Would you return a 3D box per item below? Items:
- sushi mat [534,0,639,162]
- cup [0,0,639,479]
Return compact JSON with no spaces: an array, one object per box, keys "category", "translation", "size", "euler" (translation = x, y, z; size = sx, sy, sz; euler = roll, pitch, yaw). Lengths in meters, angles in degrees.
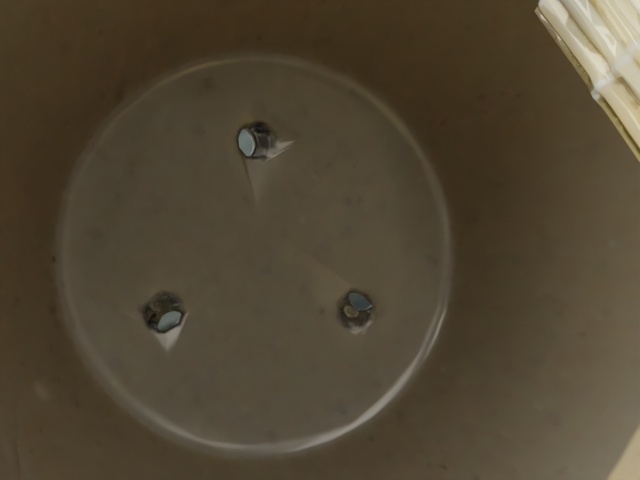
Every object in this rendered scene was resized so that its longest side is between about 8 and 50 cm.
[{"category":"sushi mat","translation":[0.186,0.039,0.326],"size":[0.151,0.316,0.019],"euler":[-34,-15,7]},{"category":"cup","translation":[0.000,0.000,0.627],"size":[0.331,0.331,0.237],"euler":[-25,4,-15]}]
